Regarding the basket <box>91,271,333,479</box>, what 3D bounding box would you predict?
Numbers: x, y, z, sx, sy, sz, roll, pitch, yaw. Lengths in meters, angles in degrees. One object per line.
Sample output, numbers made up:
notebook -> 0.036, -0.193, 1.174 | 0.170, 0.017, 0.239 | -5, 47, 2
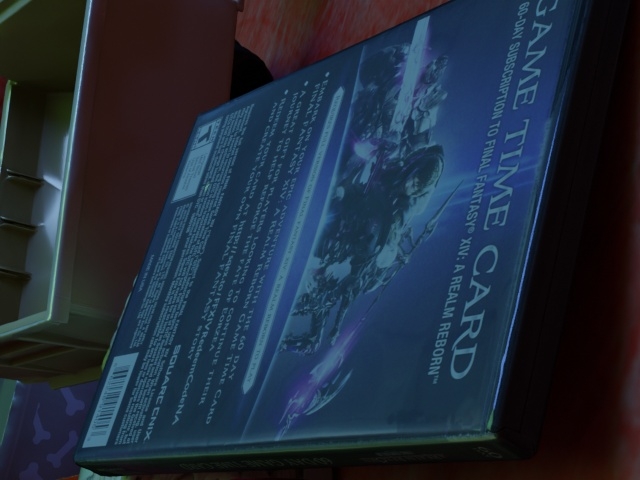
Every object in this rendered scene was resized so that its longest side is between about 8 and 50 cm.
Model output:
basket -> -0.064, 0.102, 0.666 | 0.167, 0.103, 0.113 | -96, 27, -51

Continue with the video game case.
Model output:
video game case -> 0.000, 0.000, 0.507 | 0.274, 0.026, 0.196 | -14, 52, 50

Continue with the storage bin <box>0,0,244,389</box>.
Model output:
storage bin -> -0.183, -0.041, 0.863 | 0.260, 0.123, 0.262 | -17, 64, 48

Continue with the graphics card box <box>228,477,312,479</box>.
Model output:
graphics card box -> -0.027, 0.294, 0.400 | 0.233, 0.094, 0.371 | -134, 60, -70

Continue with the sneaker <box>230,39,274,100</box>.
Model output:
sneaker -> -0.108, -0.020, 0.928 | 0.130, 0.109, 0.286 | 27, 105, 63

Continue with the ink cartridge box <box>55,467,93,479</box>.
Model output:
ink cartridge box -> -0.165, 0.230, 0.808 | 0.232, 0.066, 0.189 | -16, 55, 35

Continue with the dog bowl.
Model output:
dog bowl -> -0.338, 0.225, 1.435 | 0.349, 0.102, 0.349 | -164, 90, -74
